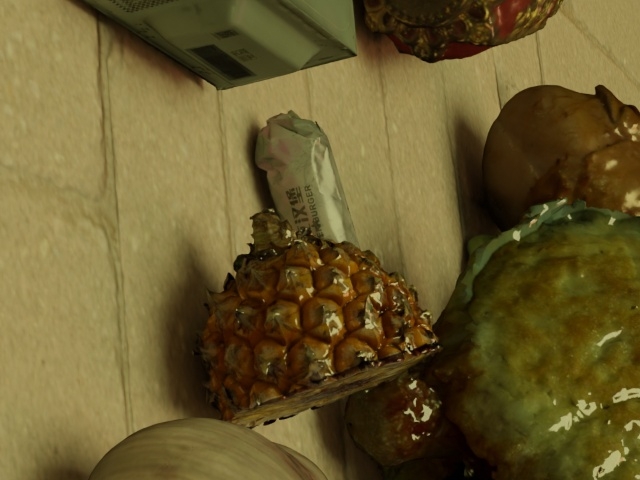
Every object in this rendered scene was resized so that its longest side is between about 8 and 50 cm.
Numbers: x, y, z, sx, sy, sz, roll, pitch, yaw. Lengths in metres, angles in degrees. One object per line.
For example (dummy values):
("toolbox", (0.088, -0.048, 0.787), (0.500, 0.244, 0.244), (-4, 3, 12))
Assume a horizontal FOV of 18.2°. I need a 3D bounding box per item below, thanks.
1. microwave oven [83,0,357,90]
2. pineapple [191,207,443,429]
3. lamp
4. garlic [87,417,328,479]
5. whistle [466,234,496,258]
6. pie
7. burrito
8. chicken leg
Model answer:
("microwave oven", (-0.076, -0.205, 1.352), (0.208, 0.122, 0.162), (30, 52, -60))
("pineapple", (-0.013, 0.040, 1.345), (0.176, 0.161, 0.137), (1, 67, -68))
("lamp", (0.130, -0.250, 1.815), (0.274, 0.177, 0.177), (-30, 107, -69))
("garlic", (-0.022, 0.219, 1.120), (0.245, 0.253, 0.245), (18, 69, -57))
("whistle", (0.207, 0.090, 1.823), (0.131, 0.106, 0.288), (3, 39, -28))
("pie", (0.264, 0.164, 1.595), (0.395, 0.418, 0.180), (-46, 162, -40))
("burrito", (0.000, 0.000, 1.515), (0.064, 0.064, 0.203), (-38, 113, -65))
("chicken leg", (0.318, 0.037, 1.947), (0.409, 0.182, 0.295), (46, -18, 28))
